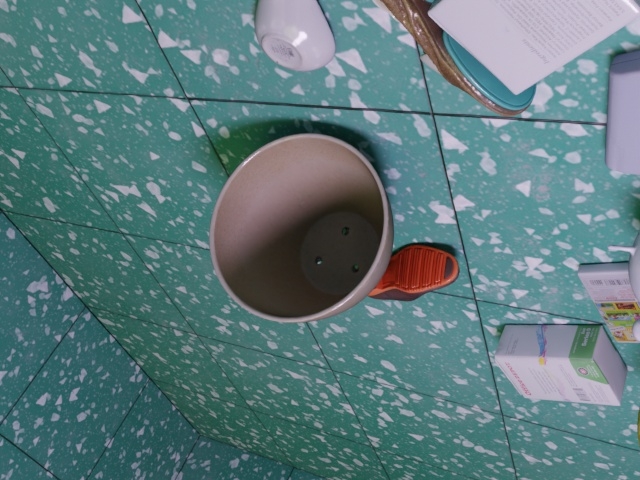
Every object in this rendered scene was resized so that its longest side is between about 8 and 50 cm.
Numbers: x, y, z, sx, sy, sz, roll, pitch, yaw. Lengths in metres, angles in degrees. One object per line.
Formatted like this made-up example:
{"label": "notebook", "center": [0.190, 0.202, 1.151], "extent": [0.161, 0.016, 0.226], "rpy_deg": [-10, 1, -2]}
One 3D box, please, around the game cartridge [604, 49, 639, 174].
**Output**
{"label": "game cartridge", "center": [0.513, -0.152, 0.905], "extent": [0.297, 0.062, 0.198], "rpy_deg": [11, 149, 27]}

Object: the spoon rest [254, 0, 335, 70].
{"label": "spoon rest", "center": [-0.054, -0.348, 1.066], "extent": [0.137, 0.084, 0.276], "rpy_deg": [18, 160, 20]}

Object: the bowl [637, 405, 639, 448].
{"label": "bowl", "center": [0.664, 0.262, 1.210], "extent": [0.289, 0.289, 0.156], "rpy_deg": [-7, 110, 44]}

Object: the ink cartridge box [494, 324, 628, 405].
{"label": "ink cartridge box", "center": [0.484, 0.248, 1.467], "extent": [0.212, 0.093, 0.154], "rpy_deg": [-8, 132, 43]}

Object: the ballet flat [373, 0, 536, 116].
{"label": "ballet flat", "center": [0.144, -0.295, 0.952], "extent": [0.342, 0.116, 0.124], "rpy_deg": [41, 167, -19]}

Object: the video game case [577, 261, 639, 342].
{"label": "video game case", "center": [0.588, 0.108, 1.246], "extent": [0.227, 0.026, 0.206], "rpy_deg": [-7, 134, 43]}

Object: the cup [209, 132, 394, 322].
{"label": "cup", "center": [0.000, 0.000, 1.331], "extent": [0.331, 0.331, 0.237], "rpy_deg": [12, 172, 26]}

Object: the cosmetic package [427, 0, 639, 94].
{"label": "cosmetic package", "center": [0.249, -0.295, 0.810], "extent": [0.151, 0.151, 0.183], "rpy_deg": [38, 146, -15]}

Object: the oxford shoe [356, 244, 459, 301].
{"label": "oxford shoe", "center": [0.188, 0.073, 1.473], "extent": [0.098, 0.097, 0.271], "rpy_deg": [25, 160, -34]}

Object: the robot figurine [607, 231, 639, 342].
{"label": "robot figurine", "center": [0.586, 0.066, 1.016], "extent": [0.353, 0.200, 0.300], "rpy_deg": [32, 118, -6]}
